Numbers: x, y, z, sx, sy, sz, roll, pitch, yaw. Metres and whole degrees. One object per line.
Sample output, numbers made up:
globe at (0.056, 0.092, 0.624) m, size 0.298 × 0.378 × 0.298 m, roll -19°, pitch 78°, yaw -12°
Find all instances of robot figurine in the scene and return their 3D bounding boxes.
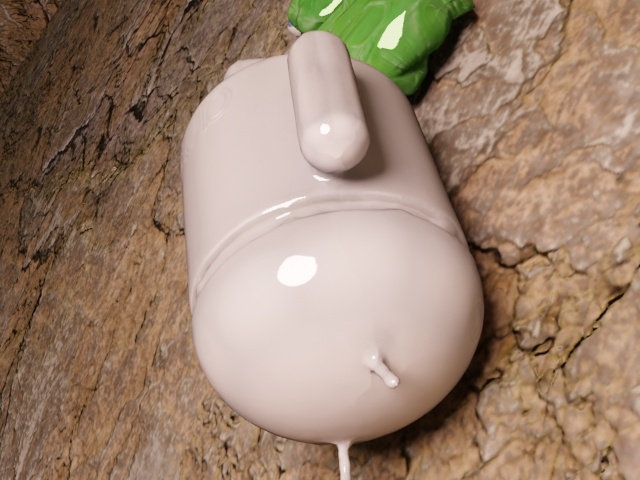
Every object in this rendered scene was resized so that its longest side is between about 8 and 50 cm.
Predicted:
robot figurine at (0.000, 0.000, 0.604) m, size 0.300 × 0.199 × 0.353 m, roll 88°, pitch 172°, yaw -45°

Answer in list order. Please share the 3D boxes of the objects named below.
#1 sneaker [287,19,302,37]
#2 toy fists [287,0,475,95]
sneaker at (0.009, -0.340, 0.949) m, size 0.080 × 0.081 × 0.211 m, roll 32°, pitch 96°, yaw 56°
toy fists at (0.048, -0.230, 0.805) m, size 0.142 × 0.096 × 0.279 m, roll -42°, pitch 35°, yaw 15°
